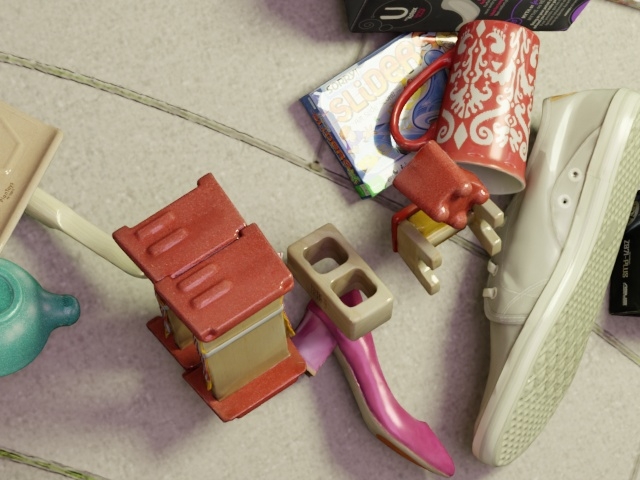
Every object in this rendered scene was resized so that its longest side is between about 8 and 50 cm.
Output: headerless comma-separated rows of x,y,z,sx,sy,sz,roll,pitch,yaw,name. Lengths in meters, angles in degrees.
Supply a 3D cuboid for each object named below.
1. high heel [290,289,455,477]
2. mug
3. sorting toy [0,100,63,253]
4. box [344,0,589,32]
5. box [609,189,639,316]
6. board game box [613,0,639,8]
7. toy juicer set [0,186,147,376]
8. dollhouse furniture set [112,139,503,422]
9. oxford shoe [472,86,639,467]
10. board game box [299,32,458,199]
0.077,0.149,1.562,0.244,0.082,0.117,40,78,-1,high heel
0.167,-0.152,1.562,0.150,0.113,0.169,16,77,-19,mug
-0.384,-0.078,1.408,0.208,0.038,0.193,25,56,-6,sorting toy
0.166,-0.328,1.562,0.270,0.165,0.143,-3,67,-18,box
0.443,0.023,1.696,0.180,0.077,0.147,7,82,-18,box
0.343,-0.345,1.718,0.154,0.026,0.103,12,82,-18,board game box
-0.356,0.043,1.428,0.329,0.089,0.209,-32,75,-31,toy juicer set
0.000,0.000,1.450,0.374,0.201,0.152,-32,61,-17,dollhouse furniture set
0.248,0.034,1.611,0.130,0.169,0.449,17,87,25,oxford shoe
0.094,-0.156,1.613,0.201,0.035,0.136,-35,97,-19,board game box
